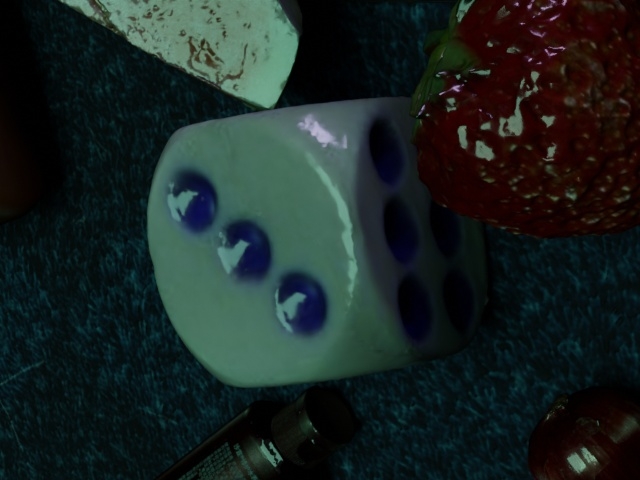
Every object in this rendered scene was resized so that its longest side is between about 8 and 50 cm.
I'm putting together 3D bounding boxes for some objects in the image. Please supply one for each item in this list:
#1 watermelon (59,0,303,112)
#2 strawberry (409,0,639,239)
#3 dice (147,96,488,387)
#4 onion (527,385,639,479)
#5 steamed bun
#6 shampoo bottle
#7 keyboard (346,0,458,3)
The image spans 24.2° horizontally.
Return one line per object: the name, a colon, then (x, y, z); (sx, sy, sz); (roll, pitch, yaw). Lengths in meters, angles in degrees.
watermelon: (-0.133, -0.235, 1.491); (0.193, 0.232, 0.310); (-36, 35, 13)
strawberry: (0.218, -0.110, 1.280); (0.276, 0.257, 0.257); (21, 116, -3)
dice: (0.000, 0.000, 1.452); (0.251, 0.243, 0.259); (-8, 93, 37)
onion: (0.254, 0.193, 1.381); (0.131, 0.131, 0.131); (9, 106, 34)
steamed bun: (-0.486, -0.184, 1.750); (0.235, 0.248, 0.379); (-14, 91, 36)
shampoo bottle: (-0.091, 0.270, 1.676); (0.323, 0.084, 0.129); (-42, 78, 34)
keyboard: (0.106, -0.276, 1.441); (0.230, 0.025, 0.094); (8, 107, 34)
